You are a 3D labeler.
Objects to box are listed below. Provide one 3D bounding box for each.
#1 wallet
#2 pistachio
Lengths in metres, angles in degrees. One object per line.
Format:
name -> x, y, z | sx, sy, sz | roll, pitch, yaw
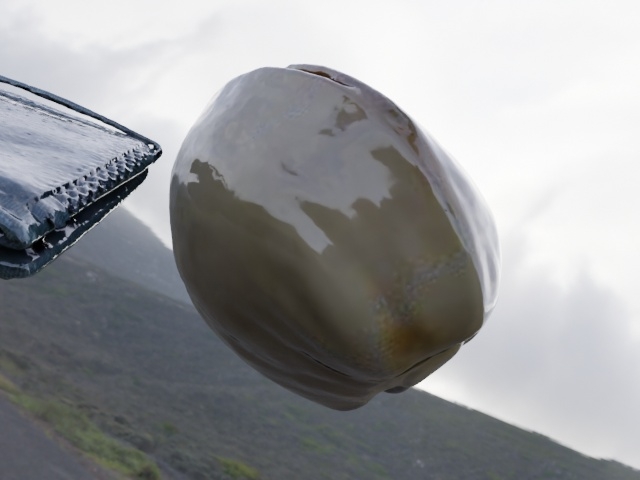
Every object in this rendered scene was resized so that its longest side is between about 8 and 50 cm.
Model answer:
wallet -> -0.279, -0.071, 0.613 | 0.237, 0.075, 0.342 | 24, 15, -5
pistachio -> 0.000, 0.000, 0.796 | 0.445, 0.281, 0.365 | 20, -56, 54
